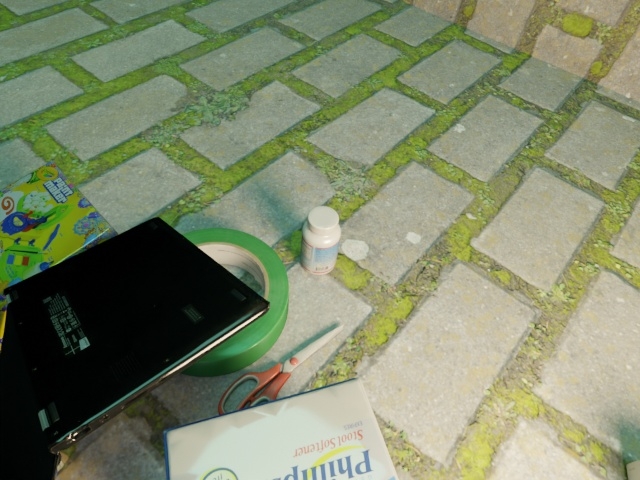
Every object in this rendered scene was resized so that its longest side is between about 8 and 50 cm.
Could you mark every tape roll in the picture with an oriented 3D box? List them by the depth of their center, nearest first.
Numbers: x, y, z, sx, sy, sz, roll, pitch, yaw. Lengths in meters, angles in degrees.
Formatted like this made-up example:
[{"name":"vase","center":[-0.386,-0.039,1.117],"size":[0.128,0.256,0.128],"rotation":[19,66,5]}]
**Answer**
[{"name":"tape roll","center":[-0.226,0.119,0.941],"size":[0.321,0.077,0.321],"rotation":[3,51,-4]}]

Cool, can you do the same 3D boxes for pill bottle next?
[{"name":"pill bottle","center":[0.000,0.000,1.004],"size":[0.087,0.160,0.087],"rotation":[3,51,-4]}]

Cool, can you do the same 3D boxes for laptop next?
[{"name":"laptop","center":[-0.308,0.202,0.640],"size":[0.407,0.236,0.382],"rotation":[-32,37,-27]}]

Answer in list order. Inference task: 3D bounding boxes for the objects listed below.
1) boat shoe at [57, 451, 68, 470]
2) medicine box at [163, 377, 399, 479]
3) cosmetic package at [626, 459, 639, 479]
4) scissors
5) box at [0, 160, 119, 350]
[{"name":"boat shoe","center":[-0.483,0.346,0.756],"size":[0.135,0.050,0.045],"rotation":[31,42,16]},{"name":"medicine box","center":[-0.059,0.345,0.639],"size":[0.263,0.289,0.149],"rotation":[-11,53,-14]},{"name":"cosmetic package","center":[0.635,0.448,0.715],"size":[0.183,0.151,0.151],"rotation":[15,53,6]},{"name":"scissors","center":[-0.074,0.246,0.889],"size":[0.109,0.021,0.297],"rotation":[30,56,20]},{"name":"box","center":[-0.539,0.039,0.858],"size":[0.279,0.177,0.290],"rotation":[-40,55,-20]}]
